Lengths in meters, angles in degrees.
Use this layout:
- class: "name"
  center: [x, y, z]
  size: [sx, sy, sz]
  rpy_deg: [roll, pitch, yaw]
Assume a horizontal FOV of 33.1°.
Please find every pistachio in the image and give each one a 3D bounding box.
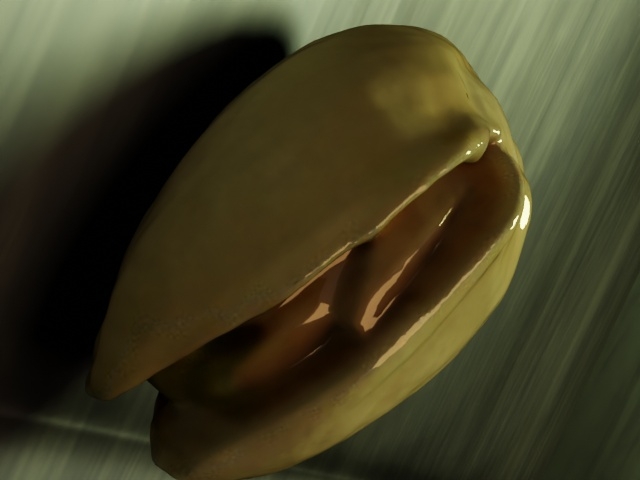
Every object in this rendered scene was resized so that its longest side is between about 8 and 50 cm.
- class: "pistachio"
  center: [0.000, 0.000, 0.627]
  size: [0.318, 0.214, 0.193]
  rpy_deg: [-41, 106, -24]
